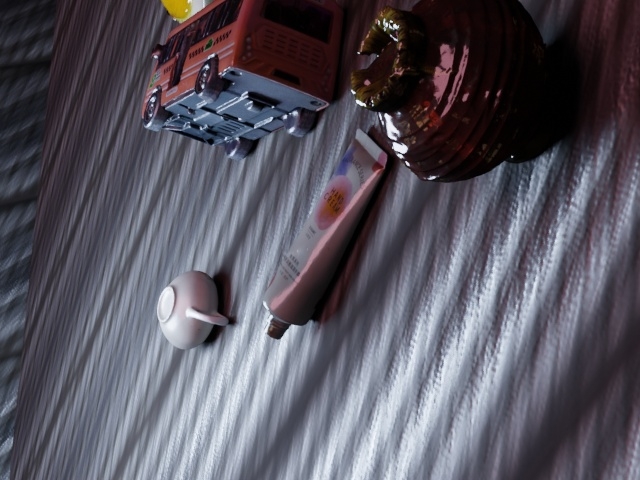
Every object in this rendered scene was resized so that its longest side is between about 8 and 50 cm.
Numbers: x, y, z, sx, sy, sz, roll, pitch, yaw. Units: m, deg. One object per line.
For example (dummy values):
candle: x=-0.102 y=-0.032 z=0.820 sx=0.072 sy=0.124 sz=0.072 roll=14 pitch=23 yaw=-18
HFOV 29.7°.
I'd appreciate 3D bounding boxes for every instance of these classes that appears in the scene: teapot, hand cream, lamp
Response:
teapot: x=-0.236 y=0.126 z=2.179 sx=0.226 sy=0.092 sz=0.145 roll=18 pitch=95 yaw=61
hand cream: x=0.000 y=0.000 z=1.797 sx=0.340 sy=0.078 sz=0.124 roll=-64 pitch=28 yaw=16
lamp: x=0.154 y=-0.183 z=1.395 sx=0.247 sy=0.247 sz=0.246 roll=-37 pitch=46 yaw=52

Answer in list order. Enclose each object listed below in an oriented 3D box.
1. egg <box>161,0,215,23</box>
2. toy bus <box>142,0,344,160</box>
egg: x=-0.227 y=-0.569 z=2.411 sx=0.264 sy=0.174 sz=0.286 roll=19 pitch=122 yaw=61
toy bus: x=-0.143 y=-0.294 z=2.067 sx=0.427 sy=0.203 sz=0.233 roll=-11 pitch=64 yaw=61
